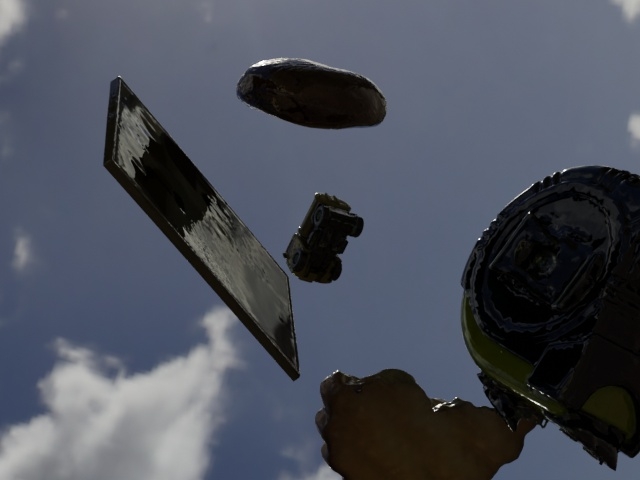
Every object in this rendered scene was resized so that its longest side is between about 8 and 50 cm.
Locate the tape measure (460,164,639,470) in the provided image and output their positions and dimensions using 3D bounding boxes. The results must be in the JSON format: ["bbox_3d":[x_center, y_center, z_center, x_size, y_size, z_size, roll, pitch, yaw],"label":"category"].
[{"bbox_3d":[0.177,0.040,1.159,0.112,0.186,0.199,39,-97,-32],"label":"tape measure"}]

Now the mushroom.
[{"bbox_3d":[-0.006,-0.116,1.340,0.123,0.123,0.052,-9,-70,-62],"label":"mushroom"}]

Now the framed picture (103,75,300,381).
[{"bbox_3d":[-0.078,-0.010,1.140,0.201,0.010,0.136,50,-167,-25],"label":"framed picture"}]

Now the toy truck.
[{"bbox_3d":[0.000,0.000,1.650,0.049,0.054,0.083,16,-67,-26],"label":"toy truck"}]

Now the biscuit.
[{"bbox_3d":[0.068,0.149,1.321,0.183,0.061,0.118,15,-64,-26],"label":"biscuit"}]
